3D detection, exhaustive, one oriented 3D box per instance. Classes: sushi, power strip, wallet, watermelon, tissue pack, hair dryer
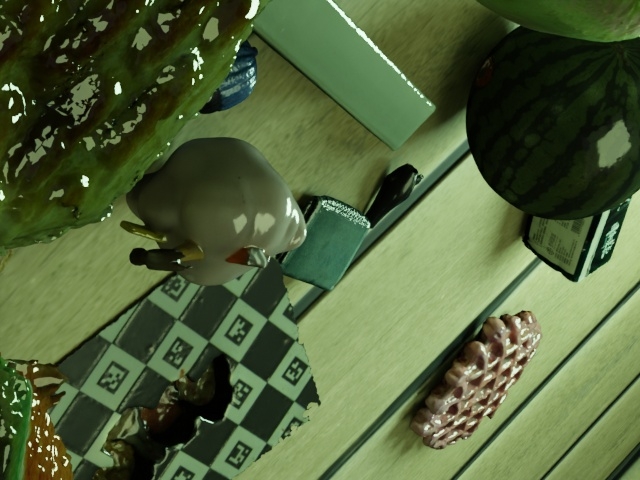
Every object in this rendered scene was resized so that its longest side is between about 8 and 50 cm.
[{"bbox_3d":[-0.142,0.139,1.400,0.290,0.050,0.264,-37,132,-24],"label":"sushi"},{"bbox_3d":[-0.011,-0.162,1.158,0.062,0.091,0.385,-50,155,4],"label":"power strip"},{"bbox_3d":[0.000,0.000,1.470,0.088,0.026,0.129,-57,153,5],"label":"wallet"},{"bbox_3d":[0.247,-0.123,1.507,0.212,0.212,0.212,-38,152,-25],"label":"watermelon"},{"bbox_3d":[0.320,-0.041,1.856,0.090,0.103,0.170,-37,152,-35],"label":"tissue pack"},{"bbox_3d":[0.083,-0.050,1.549,0.079,0.031,0.083,-51,165,26],"label":"hair dryer"}]

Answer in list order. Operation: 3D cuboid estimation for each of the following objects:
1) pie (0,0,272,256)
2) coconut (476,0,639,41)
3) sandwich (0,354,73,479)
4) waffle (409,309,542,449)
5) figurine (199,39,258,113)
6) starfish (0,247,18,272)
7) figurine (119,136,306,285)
[{"bbox_3d":[-0.139,-0.116,0.852,0.306,0.071,0.306,-36,143,-32],"label":"pie"},{"bbox_3d":[0.219,-0.272,1.274,0.236,0.236,0.205,-42,119,-19],"label":"coconut"},{"bbox_3d":[-0.272,0.174,1.100,0.250,0.162,0.301,-46,152,0],"label":"sandwich"},{"bbox_3d":[0.219,0.192,2.061,0.234,0.055,0.221,-54,155,6],"label":"waffle"},{"bbox_3d":[-0.103,-0.102,1.109,0.136,0.079,0.077,-56,-164,2],"label":"figurine"},{"bbox_3d":[-0.244,-0.121,0.839,0.293,0.084,0.301,4,118,-56],"label":"starfish"},{"bbox_3d":[-0.077,-0.027,1.153,0.229,0.137,0.112,-88,-159,-81],"label":"figurine"}]
